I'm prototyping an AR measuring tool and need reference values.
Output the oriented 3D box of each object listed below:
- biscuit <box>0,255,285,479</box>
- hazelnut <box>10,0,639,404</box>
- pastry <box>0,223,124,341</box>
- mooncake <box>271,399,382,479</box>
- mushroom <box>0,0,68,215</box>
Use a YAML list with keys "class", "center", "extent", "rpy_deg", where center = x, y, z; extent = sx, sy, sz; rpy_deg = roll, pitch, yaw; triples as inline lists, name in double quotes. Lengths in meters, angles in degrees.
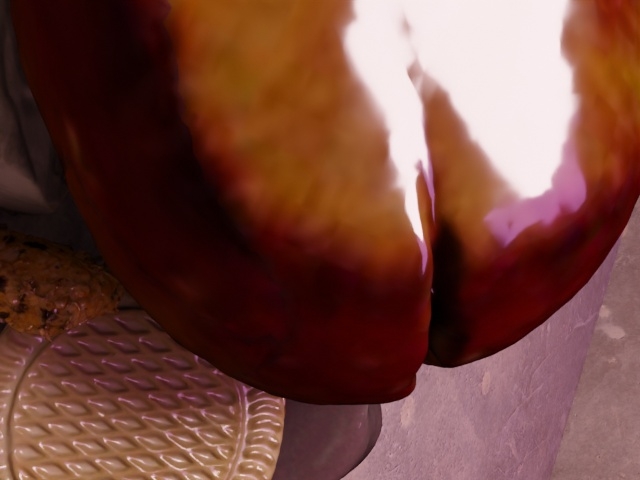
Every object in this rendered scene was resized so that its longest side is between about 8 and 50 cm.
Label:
- class: "biscuit"
  center: [-0.146, 0.134, 0.579]
  extent: [0.259, 0.079, 0.259]
  rpy_deg: [2, 83, -14]
- class: "hazelnut"
  center: [0.014, -0.120, 0.480]
  extent: [0.402, 0.402, 0.429]
  rpy_deg: [-38, 98, -46]
- class: "pastry"
  center: [-0.215, 0.026, 0.524]
  extent: [0.080, 0.140, 0.056]
  rpy_deg: [-44, 153, -54]
- class: "mooncake"
  center: [-0.049, 0.125, 0.705]
  extent: [0.133, 0.245, 0.244]
  rpy_deg: [20, 79, -72]
- class: "mushroom"
  center: [-0.238, -0.181, 0.491]
  extent: [0.109, 0.097, 0.351]
  rpy_deg: [-39, 124, -63]
